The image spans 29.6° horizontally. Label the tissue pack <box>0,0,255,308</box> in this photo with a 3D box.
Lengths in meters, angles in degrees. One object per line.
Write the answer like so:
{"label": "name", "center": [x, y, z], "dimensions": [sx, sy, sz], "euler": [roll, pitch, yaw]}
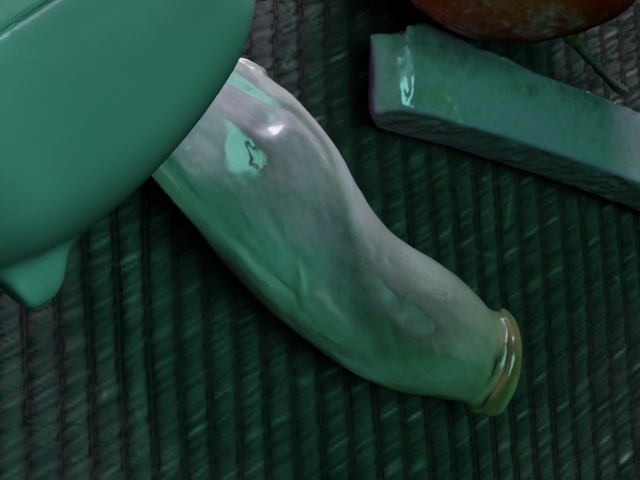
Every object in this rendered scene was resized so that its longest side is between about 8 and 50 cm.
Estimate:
{"label": "tissue pack", "center": [-0.190, -0.113, 0.542], "dimensions": [0.229, 0.333, 0.236], "euler": [-44, 124, -28]}

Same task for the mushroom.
{"label": "mushroom", "center": [0.000, 0.002, 0.773], "dimensions": [0.351, 0.097, 0.109], "euler": [43, 67, -22]}

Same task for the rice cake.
{"label": "rice cake", "center": [0.186, -0.077, 0.909], "dimensions": [0.365, 0.056, 0.073], "euler": [15, 70, -27]}

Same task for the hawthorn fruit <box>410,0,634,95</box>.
{"label": "hawthorn fruit", "center": [0.133, -0.239, 0.803], "dimensions": [0.235, 0.231, 0.263], "euler": [-10, 83, -20]}
